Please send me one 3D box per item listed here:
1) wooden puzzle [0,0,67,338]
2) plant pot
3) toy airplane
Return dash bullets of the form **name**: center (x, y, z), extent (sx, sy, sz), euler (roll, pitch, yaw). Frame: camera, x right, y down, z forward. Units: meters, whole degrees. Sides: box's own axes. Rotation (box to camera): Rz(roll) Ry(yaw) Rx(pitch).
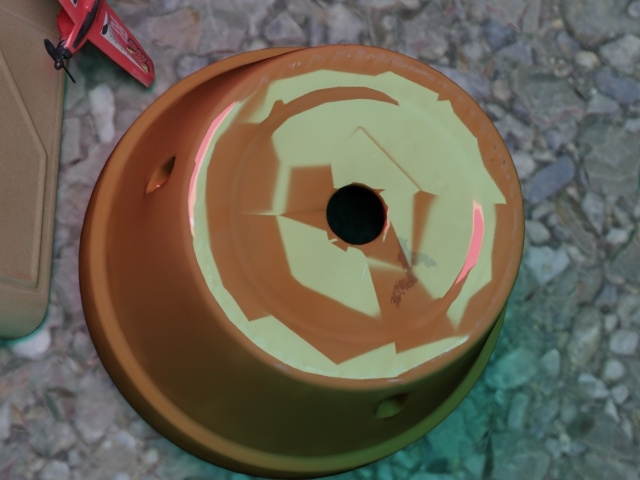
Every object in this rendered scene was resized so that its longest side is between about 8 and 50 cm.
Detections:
- **wooden puzzle**: center (-0.239, -0.070, 0.877), extent (0.044, 0.221, 0.238), euler (1, 79, 30)
- **plant pot**: center (0.000, 0.000, 0.897), extent (0.291, 0.203, 0.290), euler (2, 79, -12)
- **toy airplane**: center (-0.151, -0.174, 0.952), extent (0.028, 0.151, 0.151), euler (-2, 77, 31)
